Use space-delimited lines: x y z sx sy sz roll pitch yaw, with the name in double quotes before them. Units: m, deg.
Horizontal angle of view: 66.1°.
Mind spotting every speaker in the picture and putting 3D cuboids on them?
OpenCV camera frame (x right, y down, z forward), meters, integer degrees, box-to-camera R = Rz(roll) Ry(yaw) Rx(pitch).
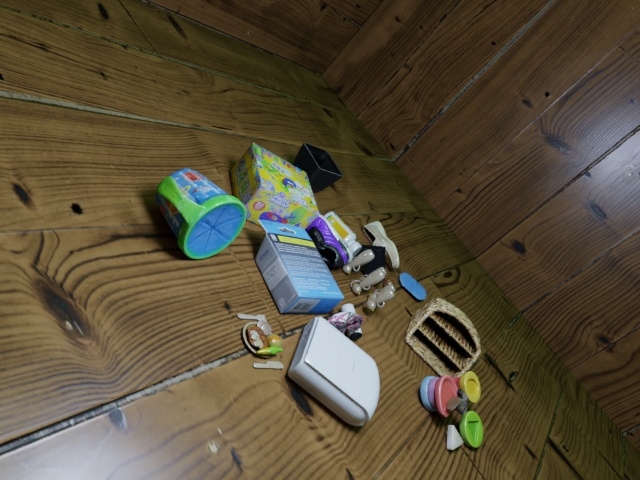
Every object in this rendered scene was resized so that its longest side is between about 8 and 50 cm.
"speaker" 0.115 0.307 1.850 0.055 0.055 0.136 25 32 -34

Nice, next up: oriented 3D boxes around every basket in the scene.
"basket" 0.545 0.421 2.127 0.299 0.213 0.223 45 25 1

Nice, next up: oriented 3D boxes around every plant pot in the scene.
"plant pot" -0.035 -0.345 2.443 0.188 0.167 0.188 10 42 -51

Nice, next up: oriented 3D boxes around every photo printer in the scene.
"photo printer" 0.059 0.416 1.554 0.307 0.107 0.256 41 27 -8

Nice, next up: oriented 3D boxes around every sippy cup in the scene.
"sippy cup" -0.389 -0.099 1.540 0.240 0.306 0.224 -29 61 -34

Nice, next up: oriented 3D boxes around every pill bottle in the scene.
"pill bottle" 0.083 -0.018 2.183 0.208 0.118 0.117 47 26 14

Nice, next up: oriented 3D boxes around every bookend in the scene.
"bookend" 0.212 0.104 2.240 0.072 0.156 0.157 -24 115 -62

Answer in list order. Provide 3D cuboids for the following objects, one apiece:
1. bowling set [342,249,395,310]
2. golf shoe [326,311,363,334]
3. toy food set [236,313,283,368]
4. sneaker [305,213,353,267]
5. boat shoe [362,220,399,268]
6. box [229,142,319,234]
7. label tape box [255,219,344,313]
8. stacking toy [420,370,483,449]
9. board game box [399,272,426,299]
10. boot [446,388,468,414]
"bowling set" 0.229 0.203 2.107 0.200 0.154 0.287 45 17 -47
"golf shoe" 0.060 0.300 1.762 0.186 0.068 0.086 -8 19 -35
"toy food set" -0.173 0.291 1.474 0.132 0.038 0.192 15 39 -46
"sneaker" 0.001 0.000 2.078 0.293 0.102 0.146 46 39 14
"boat shoe" 0.306 0.029 2.492 0.098 0.109 0.302 -14 54 -15
"box" -0.190 -0.195 1.992 0.289 0.177 0.279 26 32 -35
"label tape box" -0.097 0.097 1.786 0.249 0.115 0.348 10 40 -50
"stacking toy" 0.498 0.656 1.904 0.308 0.130 0.280 13 66 -43
"board game box" 0.454 0.238 2.466 0.168 0.033 0.133 41 31 4
"boot" 0.510 0.608 1.811 0.118 0.042 0.087 -40 116 -35
